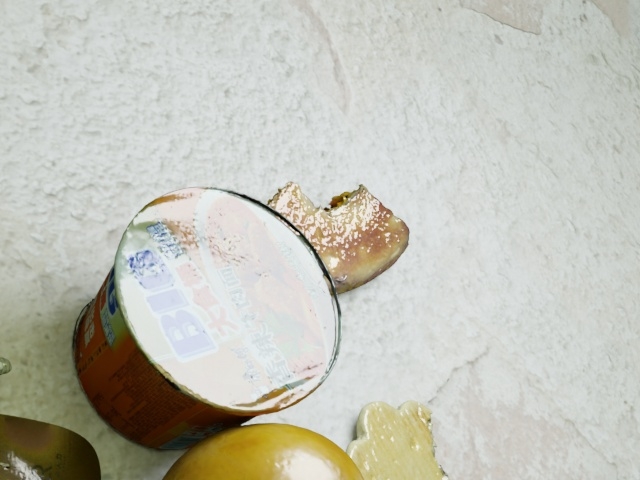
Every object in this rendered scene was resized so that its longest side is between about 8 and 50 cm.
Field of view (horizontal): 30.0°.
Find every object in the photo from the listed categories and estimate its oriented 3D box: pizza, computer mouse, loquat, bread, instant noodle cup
[{"bbox_3d":[0.000,0.000,1.684,0.305,0.085,0.161,-3,87,-34],"label":"pizza"},{"bbox_3d":[-0.351,0.254,1.297,0.245,0.056,0.126,15,55,-26],"label":"computer mouse"},{"bbox_3d":[-0.065,0.327,1.307,0.263,0.263,0.263,18,54,-26],"label":"loquat"},{"bbox_3d":[0.109,0.334,1.585,0.181,0.039,0.251,-2,64,-36],"label":"bread"},{"bbox_3d":[-0.152,0.108,1.418,0.296,0.214,0.296,18,54,-26],"label":"instant noodle cup"}]

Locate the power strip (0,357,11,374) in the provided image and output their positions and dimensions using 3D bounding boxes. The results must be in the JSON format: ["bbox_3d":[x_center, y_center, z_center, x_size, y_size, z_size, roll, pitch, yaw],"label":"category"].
[{"bbox_3d":[-0.484,0.132,1.247,0.338,0.098,0.058,1,60,-36],"label":"power strip"}]
